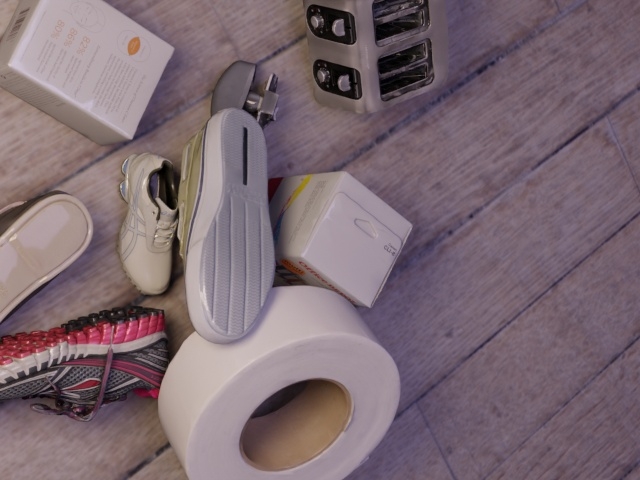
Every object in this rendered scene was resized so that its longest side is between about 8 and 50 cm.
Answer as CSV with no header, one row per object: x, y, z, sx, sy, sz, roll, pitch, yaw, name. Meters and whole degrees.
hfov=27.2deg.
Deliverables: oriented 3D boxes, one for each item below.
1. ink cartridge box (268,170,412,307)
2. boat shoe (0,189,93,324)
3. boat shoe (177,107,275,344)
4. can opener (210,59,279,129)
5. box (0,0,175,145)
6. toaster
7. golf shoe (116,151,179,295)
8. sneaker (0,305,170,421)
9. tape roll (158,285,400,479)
0.000,0.000,1.678,0.128,0.176,0.127,37,70,-27,ink cartridge box
-0.401,0.059,1.476,0.335,0.095,0.112,-38,111,-23,boat shoe
-0.117,-0.011,1.552,0.109,0.094,0.302,25,54,-32,boat shoe
-0.119,-0.090,1.680,0.095,0.076,0.283,18,77,1,can opener
-0.281,-0.209,1.548,0.170,0.091,0.130,32,72,-29,box
0.079,-0.271,1.752,0.185,0.110,0.168,-23,122,-30,toaster
-0.202,-0.019,1.600,0.069,0.086,0.176,-9,95,-35,golf shoe
-0.299,0.158,1.511,0.299,0.121,0.112,-13,99,-34,sneaker
-0.048,0.195,1.604,0.286,0.100,0.286,-17,131,-20,tape roll
